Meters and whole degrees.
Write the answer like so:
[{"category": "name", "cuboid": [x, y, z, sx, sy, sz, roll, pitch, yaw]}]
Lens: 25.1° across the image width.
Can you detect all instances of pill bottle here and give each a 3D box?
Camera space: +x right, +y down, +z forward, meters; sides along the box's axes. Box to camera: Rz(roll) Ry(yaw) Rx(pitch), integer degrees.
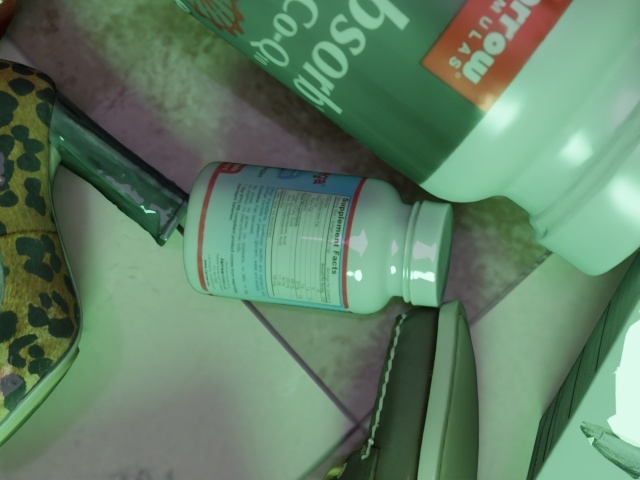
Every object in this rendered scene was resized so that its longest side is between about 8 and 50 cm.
[{"category": "pill bottle", "cuboid": [0.000, 0.000, 0.912, 0.160, 0.087, 0.087, 7, 85, 12]}, {"category": "pill bottle", "cuboid": [0.070, -0.155, 0.864, 0.363, 0.210, 0.210, 36, 87, -2]}]

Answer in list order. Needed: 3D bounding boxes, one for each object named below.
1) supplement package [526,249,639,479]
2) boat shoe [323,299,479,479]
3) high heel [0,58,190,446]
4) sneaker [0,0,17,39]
[{"category": "supplement package", "cuboid": [0.206, 0.093, 0.857, 0.105, 0.105, 0.179, 25, 120, 4]}, {"category": "boat shoe", "cuboid": [0.039, 0.191, 0.882, 0.096, 0.116, 0.324, 0, 71, 20]}, {"category": "high heel", "cuboid": [-0.225, 0.014, 0.911, 0.186, 0.093, 0.261, 37, 68, -5]}, {"category": "sneaker", "cuboid": [-0.233, -0.218, 0.928, 0.128, 0.087, 0.221, 47, 112, 10]}]
